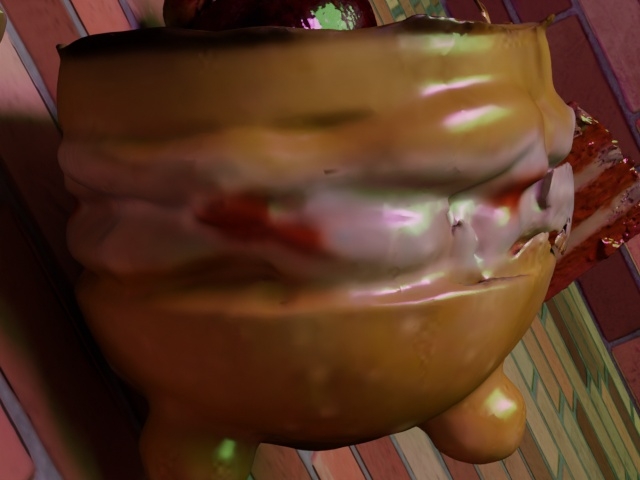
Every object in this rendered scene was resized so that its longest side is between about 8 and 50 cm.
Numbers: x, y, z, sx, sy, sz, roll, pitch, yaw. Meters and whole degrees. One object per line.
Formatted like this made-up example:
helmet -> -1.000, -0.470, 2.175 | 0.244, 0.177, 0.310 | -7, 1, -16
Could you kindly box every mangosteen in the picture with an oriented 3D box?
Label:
mangosteen -> -0.036, -0.139, 1.025 | 0.152, 0.152, 0.152 | 57, 18, -29

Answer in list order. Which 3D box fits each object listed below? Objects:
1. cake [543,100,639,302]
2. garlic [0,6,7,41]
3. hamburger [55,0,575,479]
cake -> 0.097, 0.016, 1.076 | 0.158, 0.262, 0.159 | 48, 40, -37
garlic -> -0.215, -0.022, 0.203 | 0.151, 0.196, 0.338 | 57, 19, 24
hamburger -> 0.000, 0.000, 0.752 | 0.276, 0.276, 0.236 | -26, 113, -75
